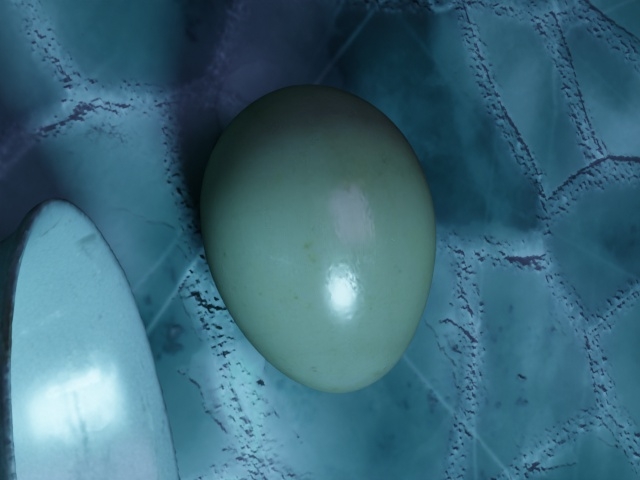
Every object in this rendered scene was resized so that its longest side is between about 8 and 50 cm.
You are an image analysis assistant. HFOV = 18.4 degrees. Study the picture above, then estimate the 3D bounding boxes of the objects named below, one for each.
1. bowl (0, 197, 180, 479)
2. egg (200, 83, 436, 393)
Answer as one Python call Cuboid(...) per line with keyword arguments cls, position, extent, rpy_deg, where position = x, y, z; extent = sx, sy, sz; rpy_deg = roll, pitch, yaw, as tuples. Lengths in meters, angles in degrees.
Cuboid(cls="bowl", position=(-0.232, 0.201, 1.354), extent=(0.196, 0.435, 0.435), rpy_deg=(-10, 91, 8))
Cuboid(cls="egg", position=(0.000, 0.000, 1.591), extent=(0.188, 0.188, 0.254), rpy_deg=(-16, 103, -36))
